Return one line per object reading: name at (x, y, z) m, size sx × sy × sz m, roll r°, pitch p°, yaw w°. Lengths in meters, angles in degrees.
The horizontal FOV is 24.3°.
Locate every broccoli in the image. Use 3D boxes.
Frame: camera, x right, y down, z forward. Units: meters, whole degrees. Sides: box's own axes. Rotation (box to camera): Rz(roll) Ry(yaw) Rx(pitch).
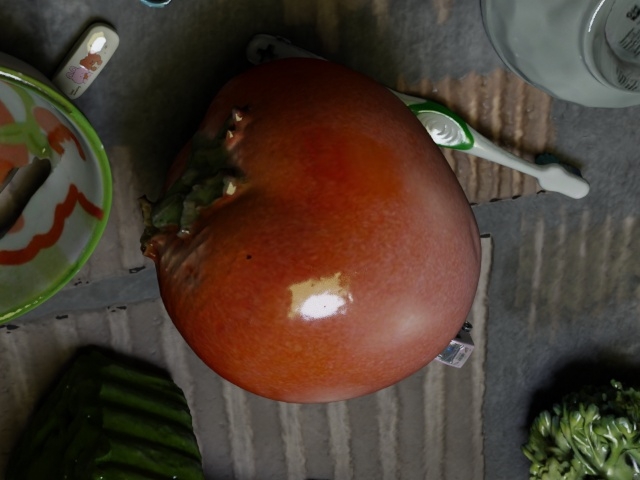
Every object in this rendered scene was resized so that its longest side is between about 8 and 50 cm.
broccoli at (0.368, 0.304, 1.769) m, size 0.288 × 0.245 × 0.248 m, roll 19°, pitch 128°, yaw -22°

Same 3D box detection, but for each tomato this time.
tomato at (0.000, 0.000, 1.382) m, size 0.321 × 0.321 × 0.321 m, roll -8°, pitch 128°, yaw -11°

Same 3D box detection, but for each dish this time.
dish at (-0.360, -0.065, 1.354) m, size 0.324 × 0.124 × 0.324 m, roll -12°, pitch 135°, yaw -12°
dish at (0.304, -0.233, 1.425) m, size 0.303 × 0.120 × 0.303 m, roll -8°, pitch 129°, yaw -10°

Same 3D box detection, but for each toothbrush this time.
toothbrush at (0.108, -0.120, 1.500) m, size 0.418 × 0.040 × 0.042 m, roll 19°, pitch 120°, yaw -28°

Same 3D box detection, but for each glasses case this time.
glasses case at (-0.218, -0.166, 1.379) m, size 0.032 × 0.021 × 0.083 m, roll 27°, pitch 114°, yaw -33°

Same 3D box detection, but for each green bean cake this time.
green bean cake at (-0.237, 0.278, 1.561) m, size 0.156 × 0.250 × 0.247 m, roll 19°, pitch 119°, yaw -29°

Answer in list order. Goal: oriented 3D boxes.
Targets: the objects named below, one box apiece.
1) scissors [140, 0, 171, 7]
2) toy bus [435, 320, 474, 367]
scissors at (-0.179, -0.248, 1.334) m, size 0.119 × 0.014 × 0.058 m, roll 15°, pitch 116°, yaw -29°
toy bus at (0.126, 0.079, 1.598) m, size 0.052 × 0.131 × 0.037 m, roll 18°, pitch 121°, yaw -23°
